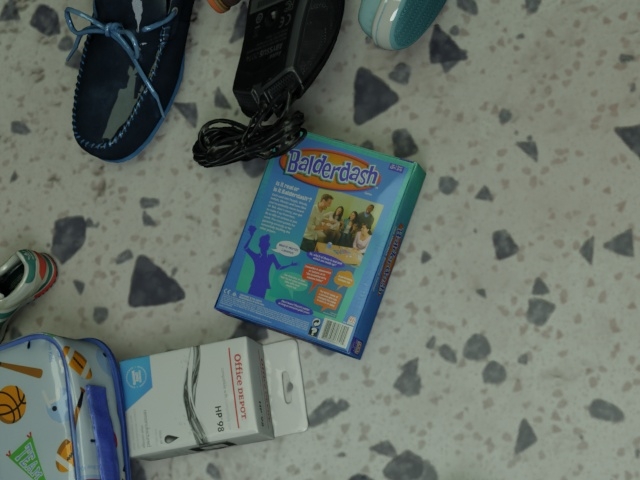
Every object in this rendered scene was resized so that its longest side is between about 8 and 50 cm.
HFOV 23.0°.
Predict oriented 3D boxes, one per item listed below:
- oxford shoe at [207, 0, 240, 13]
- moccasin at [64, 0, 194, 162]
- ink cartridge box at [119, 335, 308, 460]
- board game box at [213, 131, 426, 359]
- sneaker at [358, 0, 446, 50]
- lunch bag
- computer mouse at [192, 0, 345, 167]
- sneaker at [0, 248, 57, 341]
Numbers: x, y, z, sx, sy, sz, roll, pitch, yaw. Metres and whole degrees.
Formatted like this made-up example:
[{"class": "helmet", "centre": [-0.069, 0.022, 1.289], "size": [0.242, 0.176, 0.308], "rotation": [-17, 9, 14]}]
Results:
[{"class": "oxford shoe", "centre": [-0.077, -0.375, 1.706], "size": [0.098, 0.097, 0.271], "rotation": [-2, 71, 25]}, {"class": "moccasin", "centre": [-0.212, -0.260, 1.725], "size": [0.137, 0.117, 0.342], "rotation": [10, 80, 18]}, {"class": "ink cartridge box", "centre": [-0.111, 0.161, 1.627], "size": [0.180, 0.060, 0.104], "rotation": [-12, 74, 14]}, {"class": "board game box", "centre": [0.000, 0.000, 1.638], "size": [0.160, 0.047, 0.210], "rotation": [18, 83, 20]}, {"class": "sneaker", "centre": [0.056, -0.360, 1.668], "size": [0.208, 0.127, 0.319], "rotation": [17, 73, 18]}, {"class": "lunch bag", "centre": [-0.297, 0.254, 1.613], "size": [0.243, 0.115, 0.303], "rotation": [-17, 74, 26]}, {"class": "computer mouse", "centre": [-0.036, -0.199, 1.669], "size": [0.188, 0.072, 0.272], "rotation": [-6, 66, 54]}, {"class": "sneaker", "centre": [-0.362, 0.069, 1.716], "size": [0.161, 0.075, 0.057], "rotation": [-46, 69, 2]}]
